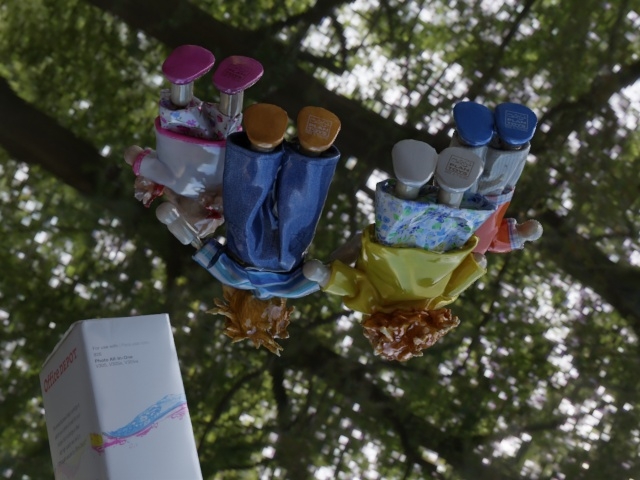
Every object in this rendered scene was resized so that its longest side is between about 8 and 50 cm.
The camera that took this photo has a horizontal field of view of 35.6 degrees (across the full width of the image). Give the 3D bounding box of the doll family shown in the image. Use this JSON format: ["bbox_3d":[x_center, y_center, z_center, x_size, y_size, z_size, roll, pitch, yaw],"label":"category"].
[{"bbox_3d":[0.000,0.000,0.586,0.118,0.263,0.163,-78,179,-45],"label":"doll family"}]

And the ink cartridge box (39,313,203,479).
[{"bbox_3d":[-0.182,0.190,0.905,0.154,0.093,0.212,-41,-120,53],"label":"ink cartridge box"}]
